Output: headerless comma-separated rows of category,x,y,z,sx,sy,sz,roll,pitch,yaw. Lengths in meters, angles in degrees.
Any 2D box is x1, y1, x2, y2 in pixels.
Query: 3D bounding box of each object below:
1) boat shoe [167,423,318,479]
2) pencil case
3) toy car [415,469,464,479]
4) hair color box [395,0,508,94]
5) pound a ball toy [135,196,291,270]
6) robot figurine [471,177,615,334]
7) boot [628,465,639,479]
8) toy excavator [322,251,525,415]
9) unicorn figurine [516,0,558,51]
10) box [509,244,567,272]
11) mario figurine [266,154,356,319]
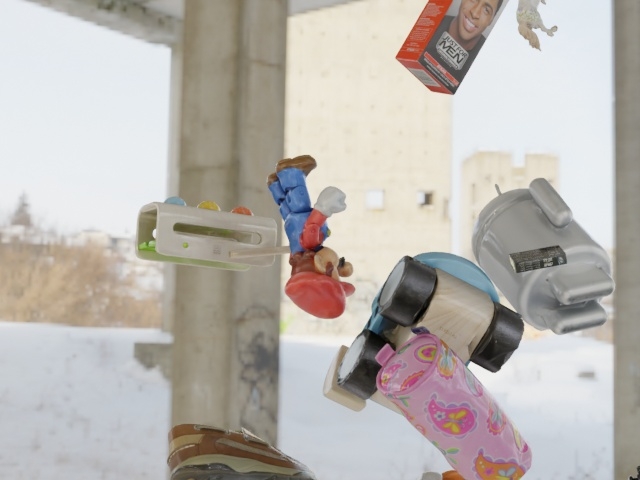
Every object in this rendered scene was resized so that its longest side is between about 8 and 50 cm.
boat shoe,-0.123,0.360,1.696,0.122,0.120,0.324,-38,-36,18
pencil case,0.200,0.259,1.558,0.124,0.124,0.284,-6,-46,51
toy car,0.230,0.521,2.019,0.159,0.182,0.136,35,18,-4
hair color box,0.151,-0.242,1.169,0.072,0.141,0.043,34,-8,-36
pound a ball toy,-0.199,-0.018,2.183,0.319,0.136,0.208,7,-10,-30
robot figurine,0.419,0.032,2.006,0.199,0.300,0.353,-7,37,-20
boot,0.378,0.353,1.236,0.236,0.179,0.085,15,-42,-21
toy excavator,0.145,0.188,1.859,0.222,0.433,0.445,27,17,-7
unicorn figurine,0.331,-0.391,1.658,0.111,0.162,0.060,13,-28,-40
box,0.349,0.029,1.677,0.083,0.018,0.067,-11,11,4
mario figurine,0.000,0.000,2.058,0.170,0.321,0.198,-18,-17,11
